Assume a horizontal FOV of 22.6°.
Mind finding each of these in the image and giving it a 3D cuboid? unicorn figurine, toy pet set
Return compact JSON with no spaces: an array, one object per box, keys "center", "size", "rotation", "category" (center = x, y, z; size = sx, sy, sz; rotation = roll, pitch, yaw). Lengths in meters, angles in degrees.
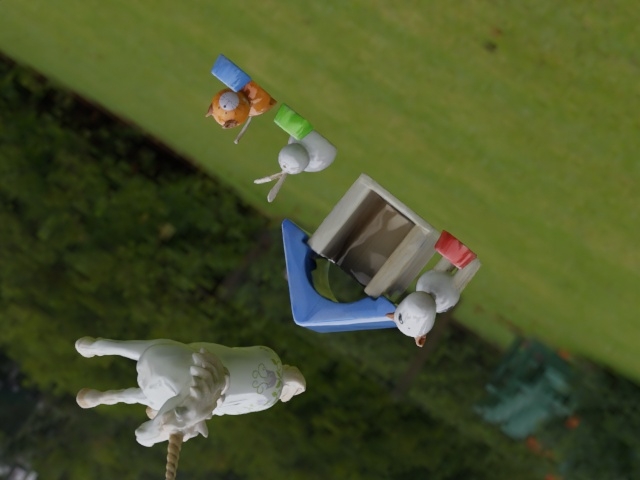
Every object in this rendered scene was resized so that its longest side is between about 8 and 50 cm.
[{"center":[-0.066,0.072,0.786],"size":[0.111,0.060,0.162],"rotation":[-2,-171,37],"category":"unicorn figurine"},{"center":[0.000,0.000,0.623],"size":[0.122,0.065,0.114],"rotation":[39,-178,15],"category":"toy pet set"}]
